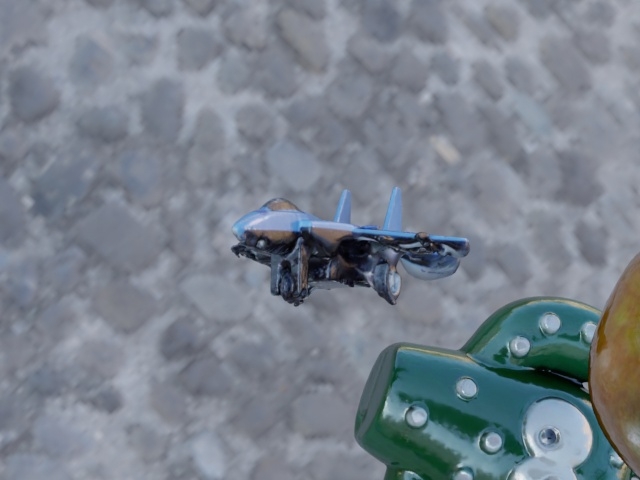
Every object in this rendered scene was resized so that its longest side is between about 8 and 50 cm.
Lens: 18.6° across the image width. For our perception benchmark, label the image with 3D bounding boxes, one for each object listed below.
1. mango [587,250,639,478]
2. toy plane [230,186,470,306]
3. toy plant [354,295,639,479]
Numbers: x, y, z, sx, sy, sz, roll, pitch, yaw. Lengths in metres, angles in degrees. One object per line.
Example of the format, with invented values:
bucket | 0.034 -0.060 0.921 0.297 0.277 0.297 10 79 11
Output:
mango | 0.300 0.089 1.066 0.317 0.211 0.173 16 73 -15
toy plane | 0.000 0.008 1.290 0.246 0.169 0.078 -10 97 -67
toy plant | 0.147 0.160 1.478 0.243 0.112 0.232 -5 89 -16
